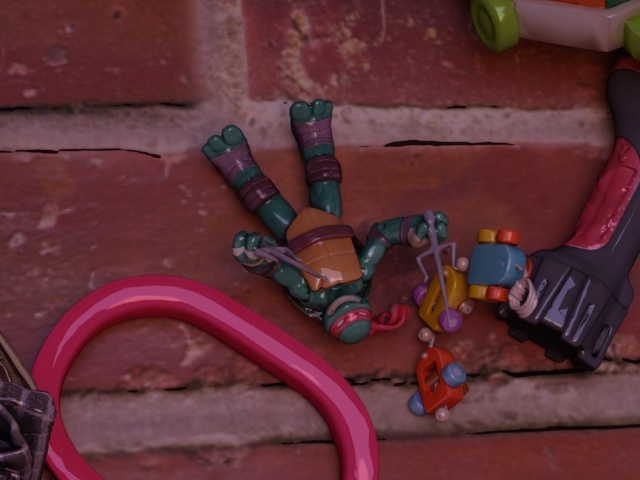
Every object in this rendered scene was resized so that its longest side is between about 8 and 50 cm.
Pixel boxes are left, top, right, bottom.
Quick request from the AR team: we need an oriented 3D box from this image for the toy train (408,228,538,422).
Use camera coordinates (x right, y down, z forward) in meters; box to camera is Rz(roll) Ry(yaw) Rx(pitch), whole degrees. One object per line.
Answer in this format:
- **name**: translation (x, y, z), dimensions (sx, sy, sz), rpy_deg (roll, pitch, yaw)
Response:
- **toy train**: translation (0.128, 0.067, 1.281), dimensions (0.046, 0.166, 0.125), rpy_deg (15, 43, -31)

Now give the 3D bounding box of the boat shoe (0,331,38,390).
- **boat shoe**: translation (-0.294, 0.052, 1.140), dimensions (0.095, 0.095, 0.257), rpy_deg (-42, 104, 3)

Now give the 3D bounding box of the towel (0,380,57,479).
- **towel**: translation (-0.311, 0.162, 1.096), dimensions (0.235, 0.284, 0.121), rpy_deg (30, 51, 5)

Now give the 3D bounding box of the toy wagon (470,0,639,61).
- **toy wagon**: translation (0.246, -0.246, 1.361), dimensions (0.267, 0.068, 0.344), rpy_deg (-23, 48, -14)

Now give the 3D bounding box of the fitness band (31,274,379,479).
- **fitness band**: translation (-0.093, 0.154, 1.256), dimensions (0.290, 0.054, 0.209), rpy_deg (34, 68, 3)

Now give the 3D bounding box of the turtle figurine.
- **turtle figurine**: translation (0.000, 0.000, 1.284), dimensions (0.175, 0.118, 0.234), rpy_deg (-11, 57, -26)

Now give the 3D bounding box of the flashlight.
- **flashlight**: translation (0.246, -0.047, 1.346), dimensions (0.103, 0.103, 0.304), rpy_deg (43, 70, -35)
